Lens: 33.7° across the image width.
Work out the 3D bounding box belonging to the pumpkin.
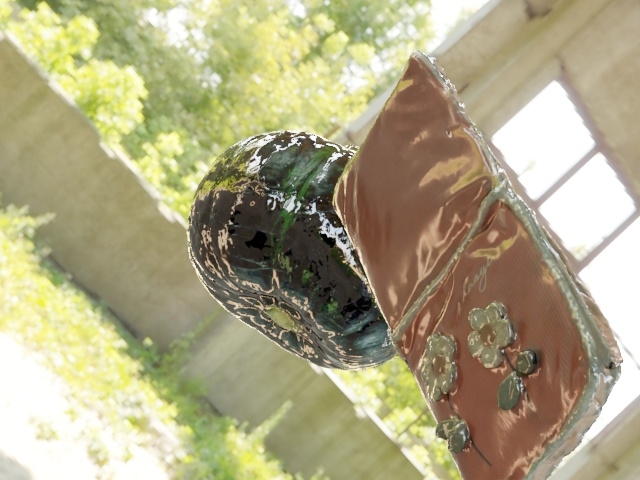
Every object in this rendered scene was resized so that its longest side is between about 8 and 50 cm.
[{"bbox_3d":[0.000,0.000,1.221,0.315,0.238,0.315,28,-16,9],"label":"pumpkin"}]

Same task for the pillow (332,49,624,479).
[{"bbox_3d":[0.067,0.017,0.526,0.043,0.126,0.232,5,42,-30],"label":"pillow"}]
